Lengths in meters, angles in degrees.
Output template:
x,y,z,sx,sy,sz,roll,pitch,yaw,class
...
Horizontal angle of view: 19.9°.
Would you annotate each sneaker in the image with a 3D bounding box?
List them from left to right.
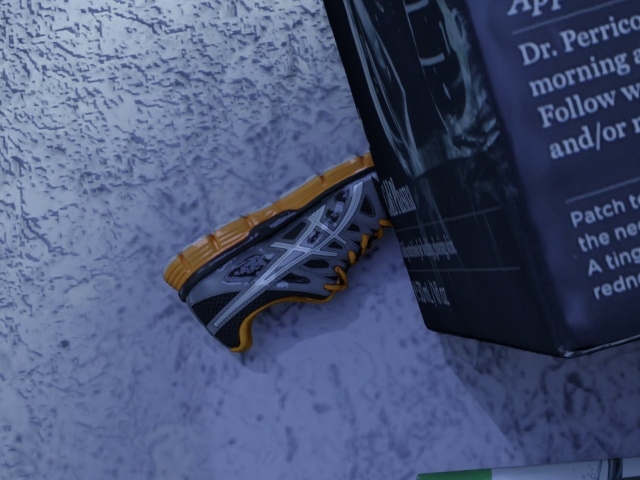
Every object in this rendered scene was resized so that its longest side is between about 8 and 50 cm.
x,y,z,sx,sy,sz,roll,pitch,yaw,class
0.000,0.000,1.263,0.215,0.084,0.083,-30,84,4,sneaker

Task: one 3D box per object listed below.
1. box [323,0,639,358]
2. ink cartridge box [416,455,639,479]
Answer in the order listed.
x,y,z,sx,sy,sz,roll,pitch,yaw,class
0.150,-0.204,0.996,0.297,0.480,0.471,-16,89,-4,box
0.172,0.218,1.149,0.208,0.087,0.153,-6,73,9,ink cartridge box
